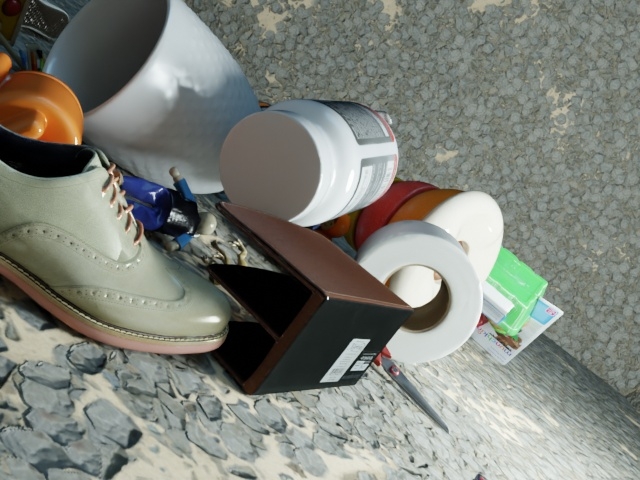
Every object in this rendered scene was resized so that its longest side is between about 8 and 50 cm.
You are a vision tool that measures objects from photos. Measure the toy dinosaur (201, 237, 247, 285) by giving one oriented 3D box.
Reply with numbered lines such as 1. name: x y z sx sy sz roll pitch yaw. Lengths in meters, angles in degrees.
1. toy dinosaur: -0.129 0.048 1.152 0.183 0.053 0.092 9 46 -55

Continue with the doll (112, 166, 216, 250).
1. doll: -0.226 -0.048 1.085 0.046 0.129 0.189 -12 -24 40

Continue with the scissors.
1. scissors: 0.105 0.213 1.256 0.109 0.021 0.297 -12 62 -36

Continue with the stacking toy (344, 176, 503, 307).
1. stacking toy: 0.169 -0.046 1.809 0.480 0.350 0.351 37 8 39

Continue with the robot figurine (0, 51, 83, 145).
1. robot figurine: -0.361 -0.141 0.919 0.158 0.128 0.219 26 15 -24

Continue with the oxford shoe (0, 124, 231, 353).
1. oxford shoe: -0.228 -0.005 0.737 0.397 0.146 0.140 31 13 -36

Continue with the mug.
1. mug: -0.275 -0.262 1.292 0.328 0.276 0.374 40 12 -49

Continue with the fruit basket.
1. fruit basket: 0.430 0.170 1.975 0.327 0.353 0.165 41 54 11

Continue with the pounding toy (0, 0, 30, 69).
1. pounding toy: -0.578 -0.392 1.304 0.100 0.141 0.130 43 26 21

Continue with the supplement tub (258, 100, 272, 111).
1. supplement tub: -0.128 -0.216 1.819 0.316 0.193 0.194 42 11 34

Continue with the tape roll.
1. tape roll: 0.176 0.091 1.412 0.246 0.246 0.169 38 11 -4

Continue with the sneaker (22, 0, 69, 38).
1. sneaker: -0.680 -0.530 1.610 0.123 0.106 0.290 34 0 13

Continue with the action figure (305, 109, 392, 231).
1. action figure: -0.006 -0.127 1.647 0.178 0.330 0.341 49 -19 3

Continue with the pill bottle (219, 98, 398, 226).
1. pill bottle: -0.011 -0.136 1.263 0.210 0.210 0.363 41 20 11

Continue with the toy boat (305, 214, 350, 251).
1. toy boat: 0.000 0.000 1.459 0.151 0.151 0.231 42 11 17

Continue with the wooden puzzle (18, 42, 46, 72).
1. wooden puzzle: -0.520 -0.325 1.354 0.014 0.078 0.116 -4 22 0

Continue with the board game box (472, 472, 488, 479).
1. board game box: 0.258 0.391 0.925 0.194 0.060 0.194 39 10 5

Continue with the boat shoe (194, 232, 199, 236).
1. boat shoe: -0.216 -0.033 1.192 0.046 0.038 0.125 41 11 14

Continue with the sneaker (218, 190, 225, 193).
1. sneaker: -0.237 -0.163 1.594 0.178 0.072 0.077 51 5 30

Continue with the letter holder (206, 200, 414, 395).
1. letter holder: -0.043 0.078 1.009 0.214 0.152 0.302 41 11 25
